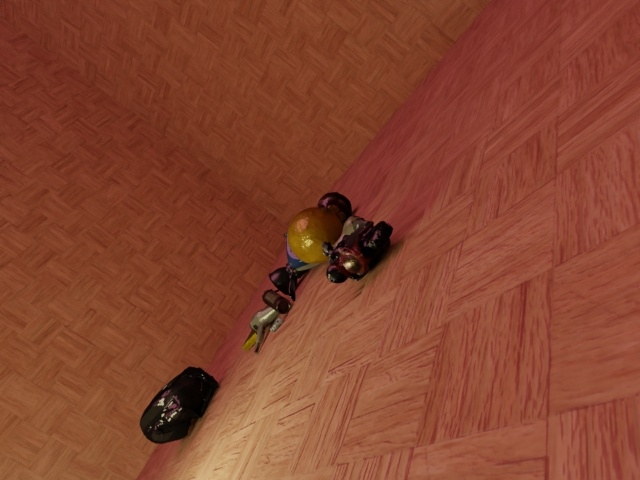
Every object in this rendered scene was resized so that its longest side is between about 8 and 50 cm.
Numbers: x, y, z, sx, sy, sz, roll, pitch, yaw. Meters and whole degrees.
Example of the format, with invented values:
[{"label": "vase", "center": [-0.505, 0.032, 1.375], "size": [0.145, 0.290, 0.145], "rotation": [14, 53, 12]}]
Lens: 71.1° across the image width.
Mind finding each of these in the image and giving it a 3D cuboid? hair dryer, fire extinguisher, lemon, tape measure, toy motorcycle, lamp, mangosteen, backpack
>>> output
[{"label": "hair dryer", "center": [-0.229, 0.372, 2.043], "size": [0.229, 0.092, 0.267], "rotation": [-47, 22, 6]}, {"label": "fire extinguisher", "center": [-0.201, 0.264, 2.030], "size": [0.099, 0.071, 0.231], "rotation": [-20, 18, -24]}, {"label": "lemon", "center": [-0.021, -0.019, 1.822], "size": [0.228, 0.228, 0.253], "rotation": [-58, 9, -28]}, {"label": "tape measure", "center": [-0.062, 0.080, 1.987], "size": [0.215, 0.098, 0.352], "rotation": [-21, 52, 20]}, {"label": "toy motorcycle", "center": [0.083, 0.039, 1.301], "size": [0.207, 0.134, 0.401], "rotation": [-49, 8, -7]}, {"label": "lamp", "center": [-0.122, 0.135, 2.178], "size": [0.227, 0.147, 0.172], "rotation": [-45, 11, 10]}, {"label": "mangosteen", "center": [0.067, -0.137, 2.094], "size": [0.166, 0.166, 0.180], "rotation": [-48, 26, 37]}, {"label": "backpack", "center": [-0.700, 0.819, 2.202], "size": [0.363, 0.254, 0.445], "rotation": [-52, -7, 4]}]

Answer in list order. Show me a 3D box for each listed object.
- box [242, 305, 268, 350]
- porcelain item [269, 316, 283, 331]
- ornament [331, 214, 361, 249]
[{"label": "box", "center": [-0.303, 0.424, 2.296], "size": [0.153, 0.041, 0.279], "rotation": [-49, 8, 37]}, {"label": "porcelain item", "center": [-0.185, 0.358, 1.911], "size": [0.083, 0.028, 0.036], "rotation": [-50, 22, 30]}, {"label": "ornament", "center": [0.105, -0.020, 1.662], "size": [0.074, 0.081, 0.156], "rotation": [31, 88, 49]}]
